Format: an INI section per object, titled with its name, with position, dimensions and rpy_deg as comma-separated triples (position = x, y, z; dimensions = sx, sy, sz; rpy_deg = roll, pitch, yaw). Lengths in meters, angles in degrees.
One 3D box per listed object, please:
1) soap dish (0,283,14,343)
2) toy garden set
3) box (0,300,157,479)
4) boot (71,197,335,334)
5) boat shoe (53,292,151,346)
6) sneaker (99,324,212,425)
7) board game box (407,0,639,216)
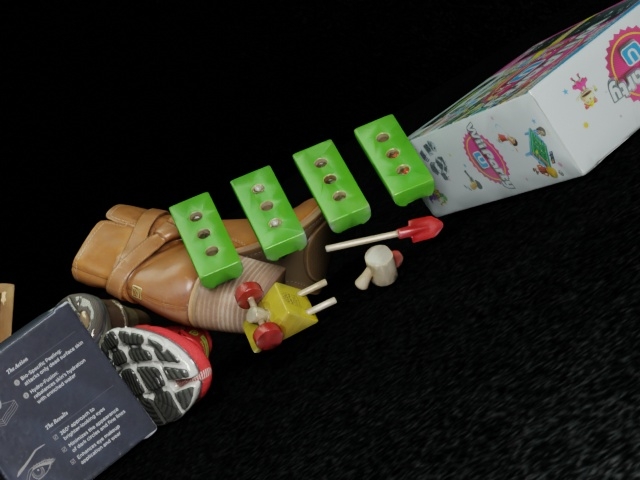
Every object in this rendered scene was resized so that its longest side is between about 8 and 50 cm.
[soap dish]
position = -0.490, 0.181, 2.035
dimensions = 0.229, 0.118, 0.291
rpy_deg = -3, 47, -3
[toy garden set]
position = 0.000, 0.000, 1.622
dimensions = 0.244, 0.049, 0.204
rpy_deg = -23, 47, -6
[box]
position = -0.274, 0.171, 1.633
dimensions = 0.156, 0.158, 0.093
rpy_deg = -38, 7, -31
[boot]
position = -0.112, 0.008, 1.779
dimensions = 0.220, 0.109, 0.283
rpy_deg = 14, 33, 18
[boat shoe]
position = -0.317, 0.178, 2.112
dimensions = 0.116, 0.123, 0.324
rpy_deg = 3, -30, -38
[sneaker]
position = -0.160, 0.119, 1.720
dimensions = 0.118, 0.107, 0.279
rpy_deg = -27, 5, -23
[board game box]
position = 0.231, -0.135, 1.628
dimensions = 0.224, 0.097, 0.303
rpy_deg = -37, 8, -22
